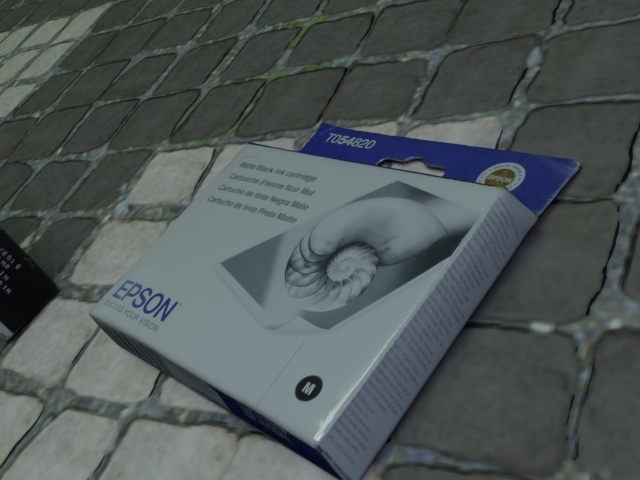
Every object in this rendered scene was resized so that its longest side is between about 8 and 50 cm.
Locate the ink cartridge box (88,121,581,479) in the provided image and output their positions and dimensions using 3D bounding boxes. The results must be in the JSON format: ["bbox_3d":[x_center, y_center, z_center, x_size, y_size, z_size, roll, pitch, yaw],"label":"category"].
[{"bbox_3d":[0.000,0.000,0.460,0.223,0.045,0.224,16,57,46],"label":"ink cartridge box"}]

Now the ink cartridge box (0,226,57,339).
[{"bbox_3d":[-0.378,-0.034,0.666,0.371,0.176,0.069,12,55,44],"label":"ink cartridge box"}]
